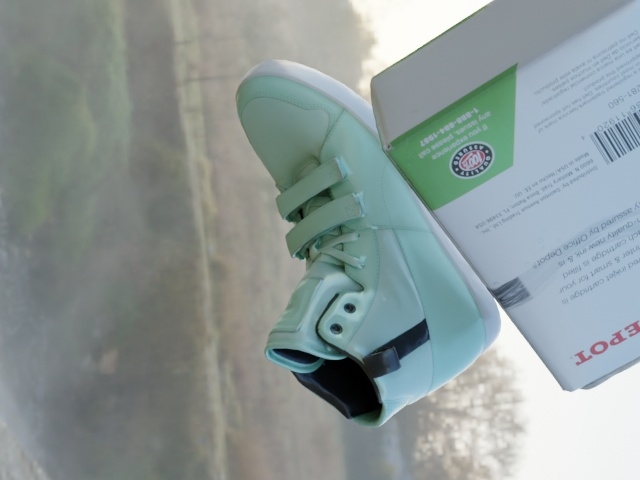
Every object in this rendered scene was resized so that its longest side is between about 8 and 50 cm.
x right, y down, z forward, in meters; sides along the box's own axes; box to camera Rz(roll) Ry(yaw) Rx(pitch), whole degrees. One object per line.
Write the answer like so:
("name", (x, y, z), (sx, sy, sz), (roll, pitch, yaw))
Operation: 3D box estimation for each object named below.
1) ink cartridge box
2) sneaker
("ink cartridge box", (0.155, -0.037, 0.713), (0.219, 0.160, 0.093), (51, 16, -30))
("sneaker", (0.001, 0.000, 0.798), (0.256, 0.151, 0.094), (52, -42, 4))
